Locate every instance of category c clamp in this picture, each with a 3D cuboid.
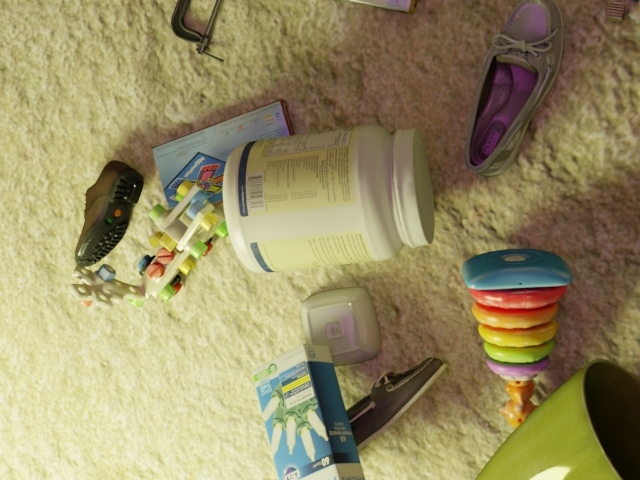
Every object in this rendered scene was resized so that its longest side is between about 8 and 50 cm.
[{"bbox_3d":[-0.219,-0.432,1.974,0.137,0.022,0.161,19,99,23],"label":"c clamp"}]

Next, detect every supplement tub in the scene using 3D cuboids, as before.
[{"bbox_3d":[0.019,-0.073,1.780,0.325,0.235,0.235,-6,89,15],"label":"supplement tub"}]

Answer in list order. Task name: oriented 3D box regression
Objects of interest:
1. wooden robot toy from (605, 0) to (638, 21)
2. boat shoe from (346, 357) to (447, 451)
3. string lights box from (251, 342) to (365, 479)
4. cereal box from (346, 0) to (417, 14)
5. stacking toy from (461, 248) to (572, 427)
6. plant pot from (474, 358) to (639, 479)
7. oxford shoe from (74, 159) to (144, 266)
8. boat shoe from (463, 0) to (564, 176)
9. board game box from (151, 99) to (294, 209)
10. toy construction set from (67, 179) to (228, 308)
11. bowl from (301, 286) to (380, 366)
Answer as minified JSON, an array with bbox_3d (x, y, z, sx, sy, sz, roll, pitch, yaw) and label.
[{"bbox_3d":[0.504,-0.448,1.692,0.076,0.079,0.173,30,100,16],"label":"wooden robot toy"},{"bbox_3d":[0.079,0.305,1.842,0.095,0.112,0.335,47,108,7],"label":"boat shoe"},{"bbox_3d":[-0.021,0.326,1.810,0.133,0.077,0.260,-31,63,31],"label":"string lights box"},{"bbox_3d":[0.073,-0.512,1.855,0.240,0.047,0.173,16,97,17],"label":"cereal box"},{"bbox_3d":[0.334,0.173,1.743,0.175,0.166,0.302,-4,102,6],"label":"stacking toy"},{"bbox_3d":[0.400,0.382,1.676,0.293,0.275,0.275,-39,79,33],"label":"plant pot"},{"bbox_3d":[-0.428,-0.053,2.034,0.096,0.083,0.227,37,103,34],"label":"oxford shoe"},{"bbox_3d":[0.321,-0.262,1.746,0.118,0.103,0.320,25,99,17],"label":"boat shoe"},{"bbox_3d":[-0.176,-0.152,1.961,0.281,0.027,0.145,-18,85,18],"label":"board game box"},{"bbox_3d":[-0.296,0.028,1.901,0.327,0.215,0.151,-36,91,14],"label":"toy construction set"},{"bbox_3d":[0.031,0.159,1.885,0.142,0.053,0.142,-12,86,18],"label":"bowl"}]
